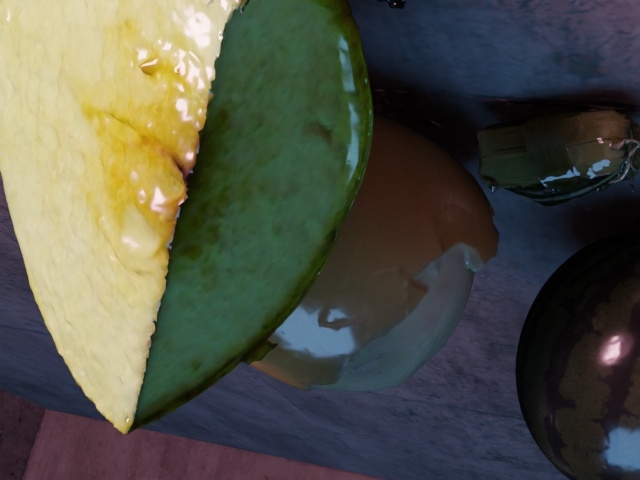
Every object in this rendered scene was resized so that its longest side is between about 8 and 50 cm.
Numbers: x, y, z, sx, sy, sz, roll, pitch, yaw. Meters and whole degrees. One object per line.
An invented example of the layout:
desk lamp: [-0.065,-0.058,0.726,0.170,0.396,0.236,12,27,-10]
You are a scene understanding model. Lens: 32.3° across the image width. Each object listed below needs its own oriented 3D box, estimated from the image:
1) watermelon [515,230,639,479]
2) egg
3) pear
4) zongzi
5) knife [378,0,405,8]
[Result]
watermelon: [0.253,0.095,0.839,0.212,0.212,0.212,13,162,4]
egg: [0.000,0.000,0.769,0.244,0.201,0.201,30,158,-14]
pear: [-0.094,-0.076,0.629,0.239,0.288,0.139,36,-147,32]
zongzi: [0.177,-0.050,0.725,0.109,0.055,0.119,-4,166,41]
knife: [0.006,-0.158,0.583,0.121,0.018,0.031,27,160,-38]
